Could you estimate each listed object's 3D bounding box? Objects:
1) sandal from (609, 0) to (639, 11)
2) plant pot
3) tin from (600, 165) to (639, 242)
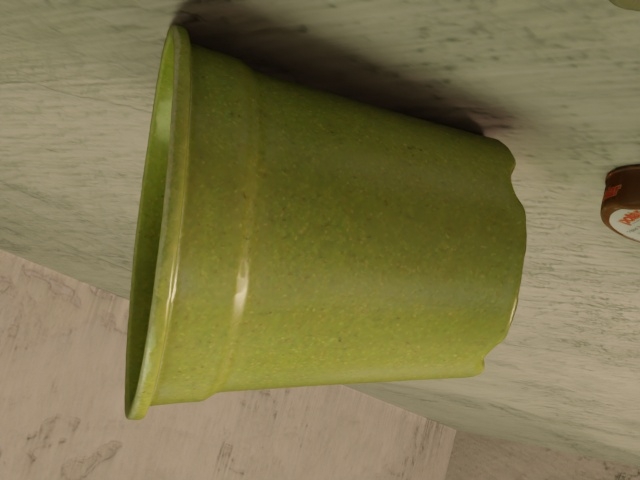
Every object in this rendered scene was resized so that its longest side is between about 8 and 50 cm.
[{"bbox_3d":[0.265,-0.081,0.464,0.302,0.086,0.120,15,168,3],"label":"sandal"},{"bbox_3d":[0.000,0.000,0.835,0.253,0.276,0.276,6,170,-13],"label":"plant pot"},{"bbox_3d":[0.303,-0.010,0.861,0.189,0.040,0.106,17,164,-4],"label":"tin"}]
